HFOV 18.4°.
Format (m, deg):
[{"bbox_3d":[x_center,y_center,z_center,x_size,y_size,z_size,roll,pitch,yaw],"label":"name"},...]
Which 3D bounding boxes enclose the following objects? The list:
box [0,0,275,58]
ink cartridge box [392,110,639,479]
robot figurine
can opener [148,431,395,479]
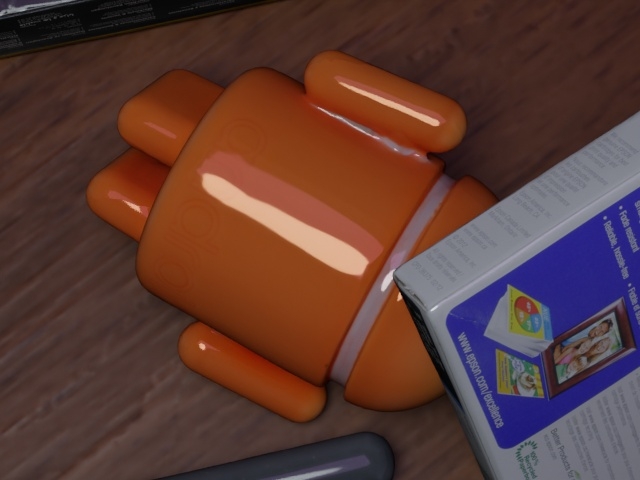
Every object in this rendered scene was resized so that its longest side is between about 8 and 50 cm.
[{"bbox_3d":[-0.079,-0.244,1.022,0.322,0.079,0.257,-13,80,-3],"label":"box"},{"bbox_3d":[0.155,0.035,0.913,0.208,0.206,0.045,-31,43,-6],"label":"ink cartridge box"},{"bbox_3d":[-0.001,0.001,0.949,0.219,0.128,0.158,29,77,6],"label":"robot figurine"},{"bbox_3d":[-0.097,0.151,0.933,0.283,0.095,0.076,-13,80,-3],"label":"can opener"}]
